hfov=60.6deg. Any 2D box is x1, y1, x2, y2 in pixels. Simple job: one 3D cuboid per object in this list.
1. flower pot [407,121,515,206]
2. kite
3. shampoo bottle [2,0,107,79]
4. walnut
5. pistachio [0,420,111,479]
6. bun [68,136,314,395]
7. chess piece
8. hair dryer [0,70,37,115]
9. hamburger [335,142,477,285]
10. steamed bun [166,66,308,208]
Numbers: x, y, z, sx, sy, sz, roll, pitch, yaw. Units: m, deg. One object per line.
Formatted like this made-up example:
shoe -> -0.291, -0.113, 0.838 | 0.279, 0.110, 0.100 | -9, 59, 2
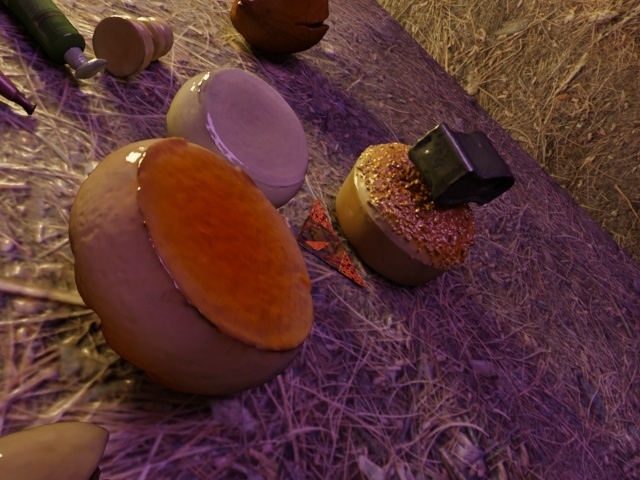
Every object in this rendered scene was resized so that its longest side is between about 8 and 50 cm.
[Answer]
flower pot -> 0.261, -0.131, 1.001 | 0.229, 0.103, 0.108 | -1, 57, -47
kite -> -0.001, 0.001, 0.963 | 0.125, 0.008, 0.222 | 4, 50, -46
shampoo bottle -> -0.410, -0.326, 0.829 | 0.204, 0.065, 0.065 | 49, 32, 8
walnut -> -0.104, -0.552, 1.313 | 0.209, 0.209, 0.336 | 48, 31, 7
pistachio -> -0.239, 0.196, 0.360 | 0.136, 0.136, 0.225 | 53, 35, 14
bun -> -0.150, 0.034, 0.610 | 0.299, 0.164, 0.299 | 47, 24, -28
chess piece -> -0.313, -0.344, 0.949 | 0.094, 0.094, 0.170 | 38, 24, -10
hair dryer -> -0.434, -0.214, 0.692 | 0.154, 0.054, 0.106 | 32, 38, -27
hamburger -> 0.169, -0.057, 1.065 | 0.301, 0.170, 0.302 | 29, 35, -23
steamed bun -> -0.136, -0.140, 0.845 | 0.231, 0.145, 0.232 | 27, 49, -35
